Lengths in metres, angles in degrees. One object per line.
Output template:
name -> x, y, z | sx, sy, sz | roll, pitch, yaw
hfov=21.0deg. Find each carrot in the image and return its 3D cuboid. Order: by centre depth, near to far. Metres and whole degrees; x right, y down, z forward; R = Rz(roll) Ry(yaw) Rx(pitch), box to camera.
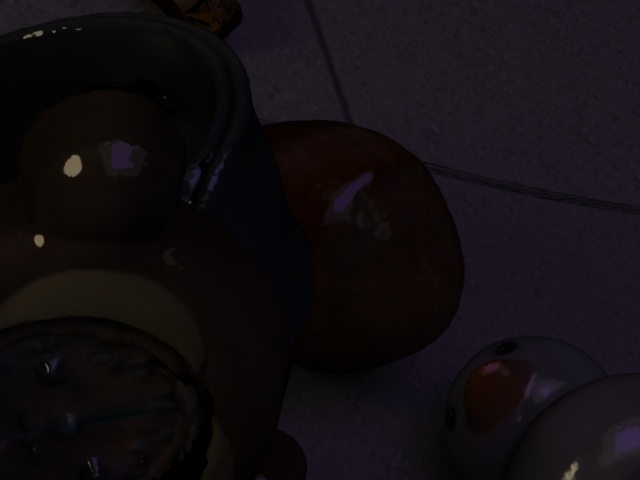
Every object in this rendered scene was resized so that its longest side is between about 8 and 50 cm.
carrot -> -0.156, -0.254, 1.439 | 0.228, 0.069, 0.069 | 44, 45, 8

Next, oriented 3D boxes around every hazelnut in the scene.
hazelnut -> 0.000, 0.000, 1.254 | 0.214, 0.214, 0.176 | 38, 83, 1

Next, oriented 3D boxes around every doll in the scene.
doll -> 0.193, 0.169, 1.256 | 0.251, 0.221, 0.221 | 38, 40, -32

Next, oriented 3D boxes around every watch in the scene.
watch -> -0.180, 0.016, 1.040 | 0.335, 0.314, 0.327 | -19, 37, 1
